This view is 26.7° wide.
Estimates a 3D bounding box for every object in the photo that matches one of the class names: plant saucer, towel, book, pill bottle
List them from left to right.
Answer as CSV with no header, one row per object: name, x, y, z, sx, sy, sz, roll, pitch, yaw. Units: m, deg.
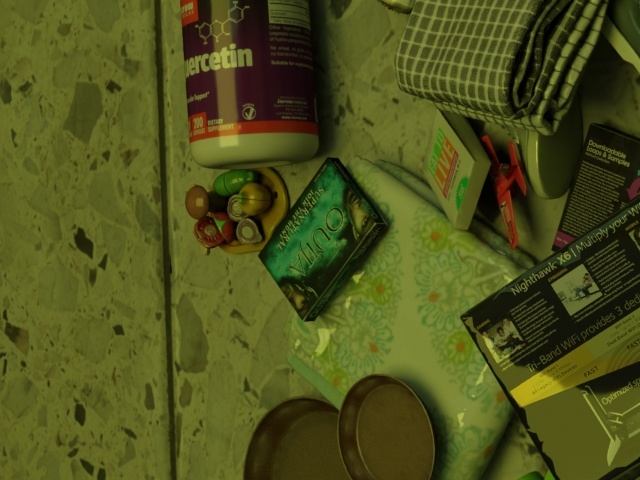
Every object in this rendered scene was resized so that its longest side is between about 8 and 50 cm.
pill bottle,-0.101,-0.265,1.879,0.182,0.182,0.322,-7,87,45
plant saucer,0.008,0.368,1.883,0.311,0.050,0.310,4,96,46
plant saucer,0.089,0.250,1.695,0.168,0.029,0.168,5,97,47
towel,0.116,0.105,1.744,0.374,0.090,0.320,38,118,37
book,0.168,-0.090,1.680,0.144,0.035,0.096,-112,33,-56
towel,0.215,-0.276,1.523,0.235,0.121,0.283,23,91,59

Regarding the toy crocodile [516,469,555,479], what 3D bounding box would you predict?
toy crocodile,0.303,0.281,1.568,0.115,0.105,0.340,45,126,34

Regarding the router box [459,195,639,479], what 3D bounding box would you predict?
router box,0.341,0.104,1.447,0.309,0.081,0.243,-35,66,14

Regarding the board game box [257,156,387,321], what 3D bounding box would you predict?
board game box,0.000,0.000,1.781,0.126,0.026,0.186,54,124,30

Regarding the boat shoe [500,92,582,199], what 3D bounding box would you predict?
boat shoe,0.257,-0.159,1.609,0.081,0.079,0.227,-8,80,51

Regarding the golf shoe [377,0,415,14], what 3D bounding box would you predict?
golf shoe,0.081,-0.378,1.773,0.086,0.067,0.186,-49,59,33

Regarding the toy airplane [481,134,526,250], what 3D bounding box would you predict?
toy airplane,0.224,-0.070,1.617,0.151,0.028,0.151,167,90,-89

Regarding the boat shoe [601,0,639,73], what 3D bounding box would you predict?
boat shoe,0.412,-0.180,1.420,0.319,0.116,0.099,57,132,33

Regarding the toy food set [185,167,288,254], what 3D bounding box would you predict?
toy food set,-0.145,-0.042,2.009,0.218,0.071,0.128,-11,84,45

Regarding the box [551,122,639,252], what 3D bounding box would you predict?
box,0.341,-0.042,1.556,0.116,0.029,0.162,29,113,40
